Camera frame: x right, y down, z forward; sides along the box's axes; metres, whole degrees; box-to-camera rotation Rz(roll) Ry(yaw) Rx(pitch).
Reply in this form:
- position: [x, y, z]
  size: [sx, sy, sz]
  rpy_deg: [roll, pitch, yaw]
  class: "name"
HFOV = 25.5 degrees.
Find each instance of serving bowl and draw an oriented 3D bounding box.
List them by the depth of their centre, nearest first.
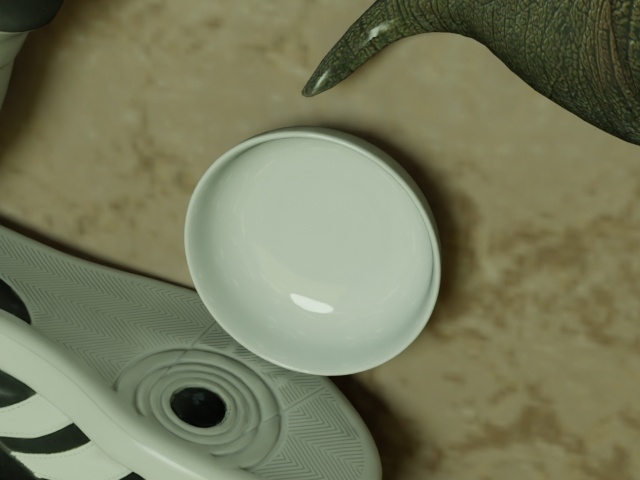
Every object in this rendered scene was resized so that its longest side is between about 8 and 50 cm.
- position: [0.000, 0.000, 0.447]
  size: [0.083, 0.027, 0.083]
  rpy_deg: [8, 118, 15]
  class: "serving bowl"

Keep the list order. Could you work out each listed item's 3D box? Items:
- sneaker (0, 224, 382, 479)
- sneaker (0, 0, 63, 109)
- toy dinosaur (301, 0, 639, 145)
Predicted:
- position: [-0.088, 0.071, 0.490]
  size: [0.216, 0.079, 0.121]
  rpy_deg: [26, 125, 12]
  class: "sneaker"
- position: [-0.227, -0.099, 0.433]
  size: [0.297, 0.111, 0.129]
  rpy_deg: [29, 126, 4]
  class: "sneaker"
- position: [0.114, -0.086, 0.316]
  size: [0.313, 0.121, 0.160]
  rpy_deg: [-31, 89, 24]
  class: "toy dinosaur"
